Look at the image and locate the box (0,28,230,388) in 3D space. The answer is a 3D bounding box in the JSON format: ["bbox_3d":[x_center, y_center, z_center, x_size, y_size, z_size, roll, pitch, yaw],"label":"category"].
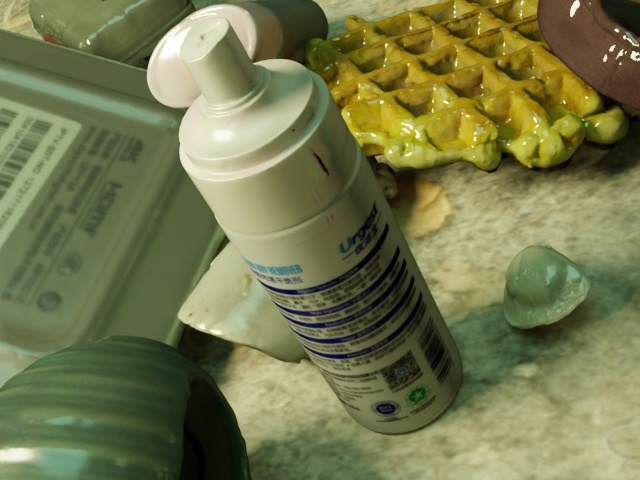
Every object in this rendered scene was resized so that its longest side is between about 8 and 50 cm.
[{"bbox_3d":[-0.262,-0.020,0.742,0.373,0.090,0.367,16,55,5],"label":"box"}]

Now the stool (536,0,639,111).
[{"bbox_3d":[0.297,-0.214,0.620,0.272,0.178,0.272,-1,44,1],"label":"stool"}]

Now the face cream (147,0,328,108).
[{"bbox_3d":[-0.064,-0.178,0.813,0.107,0.073,0.269,-32,6,20],"label":"face cream"}]

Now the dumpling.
[{"bbox_3d":[0.148,0.034,0.613,0.077,0.043,0.059,34,93,42],"label":"dumpling"}]

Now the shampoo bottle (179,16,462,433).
[{"bbox_3d":[0.000,0.000,0.529,0.092,0.303,0.092,-17,43,16],"label":"shampoo bottle"}]

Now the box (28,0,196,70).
[{"bbox_3d":[-0.219,-0.229,1.002,0.148,0.129,0.210,-40,42,-11],"label":"box"}]

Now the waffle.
[{"bbox_3d":[0.128,-0.149,0.750,0.300,0.058,0.281,-5,38,8],"label":"waffle"}]

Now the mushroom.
[{"bbox_3d":[-0.011,0.006,0.686,0.116,0.093,0.225,20,57,29],"label":"mushroom"}]

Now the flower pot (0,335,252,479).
[{"bbox_3d":[-0.129,0.175,0.512,0.157,0.189,0.243,-6,57,15],"label":"flower pot"}]
